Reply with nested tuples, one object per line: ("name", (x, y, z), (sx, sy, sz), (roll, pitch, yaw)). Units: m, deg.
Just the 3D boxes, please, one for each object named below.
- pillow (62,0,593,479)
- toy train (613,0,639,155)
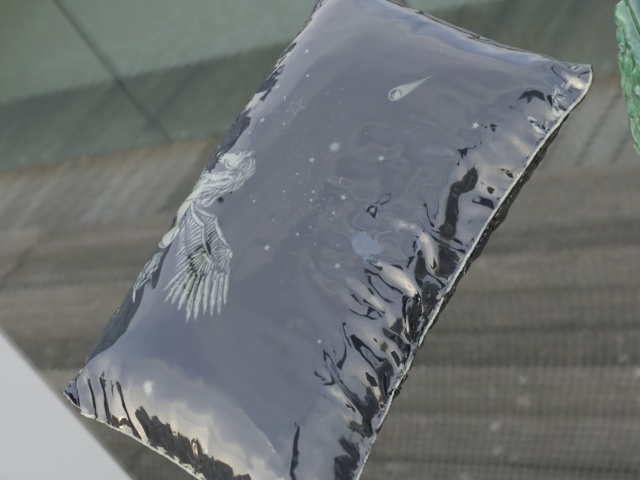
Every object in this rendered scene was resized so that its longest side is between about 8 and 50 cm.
("pillow", (0.000, 0.000, 0.646), (0.141, 0.055, 0.208), (26, 79, 36))
("toy train", (0.301, -0.104, 1.011), (0.238, 0.299, 0.167), (-19, 67, 6))
